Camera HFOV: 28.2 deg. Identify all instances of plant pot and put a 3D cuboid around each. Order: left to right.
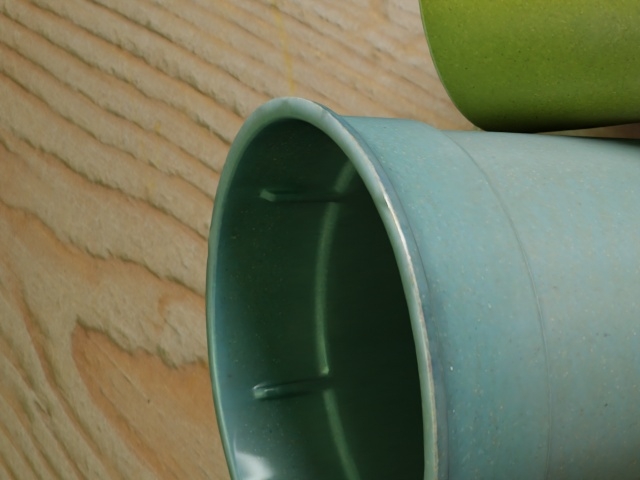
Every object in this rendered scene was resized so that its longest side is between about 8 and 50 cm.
[{"bbox_3d":[0.134,0.069,0.853,0.341,0.334,0.341,175,90,-65],"label":"plant pot"},{"bbox_3d":[0.255,-0.196,0.826,0.293,0.274,0.275,8,97,35],"label":"plant pot"}]

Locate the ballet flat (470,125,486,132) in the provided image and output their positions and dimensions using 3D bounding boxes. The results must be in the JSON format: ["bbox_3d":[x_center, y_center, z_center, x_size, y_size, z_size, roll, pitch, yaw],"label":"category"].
[{"bbox_3d":[0.163,-0.137,1.069,0.052,0.057,0.168,54,129,47],"label":"ballet flat"}]
